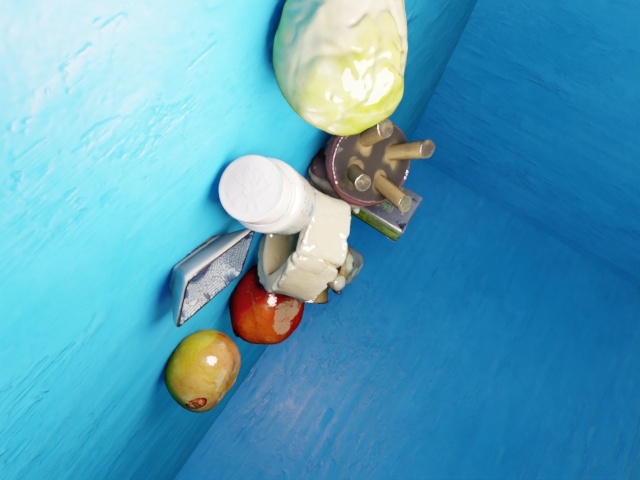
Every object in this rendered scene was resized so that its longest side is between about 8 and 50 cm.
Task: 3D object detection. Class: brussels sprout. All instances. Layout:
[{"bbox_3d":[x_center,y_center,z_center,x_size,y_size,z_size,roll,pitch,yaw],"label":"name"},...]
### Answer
[{"bbox_3d":[0.047,-0.334,0.736,0.273,0.243,0.316,-62,169,-14],"label":"brussels sprout"}]

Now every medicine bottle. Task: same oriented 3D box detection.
[{"bbox_3d":[-0.114,-0.099,0.942,0.170,0.170,0.293,-58,170,4],"label":"medicine bottle"}]

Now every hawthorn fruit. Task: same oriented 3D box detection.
[{"bbox_3d":[-0.180,0.203,1.428,0.265,0.265,0.307,-41,148,-62],"label":"hawthorn fruit"}]

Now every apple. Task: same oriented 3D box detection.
[{"bbox_3d":[-0.365,0.404,1.283,0.260,0.194,0.261,-58,172,-13],"label":"apple"}]

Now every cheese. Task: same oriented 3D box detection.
[{"bbox_3d":[-0.050,0.011,1.216,0.332,0.153,0.292,-43,-140,44],"label":"cheese"}]

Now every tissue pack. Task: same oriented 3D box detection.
[{"bbox_3d":[0.309,-0.212,2.171,0.288,0.394,0.124,-54,171,-29],"label":"tissue pack"}]

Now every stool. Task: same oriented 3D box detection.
[{"bbox_3d":[0.165,-0.216,1.149,0.272,0.272,0.178,-57,-152,0],"label":"stool"}]

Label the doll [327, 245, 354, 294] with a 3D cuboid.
[{"bbox_3d":[0.043,0.104,1.681,0.330,0.174,0.235,-27,110,-73],"label":"doll"}]

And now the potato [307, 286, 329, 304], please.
[{"bbox_3d":[-0.091,0.149,1.825,0.289,0.301,0.237,176,-82,-77],"label":"potato"}]

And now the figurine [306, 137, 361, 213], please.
[{"bbox_3d":[0.090,-0.295,1.325,0.203,0.248,0.380,-18,129,-52],"label":"figurine"}]

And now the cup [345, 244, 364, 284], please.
[{"bbox_3d":[0.057,0.088,2.131,0.205,0.312,0.205,-56,169,-16],"label":"cup"}]

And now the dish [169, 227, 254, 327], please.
[{"bbox_3d":[-0.269,0.065,0.965,0.243,0.080,0.182,-44,165,-49],"label":"dish"}]
